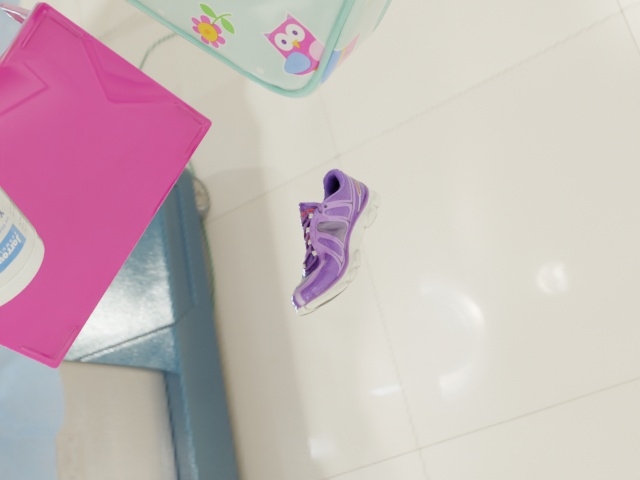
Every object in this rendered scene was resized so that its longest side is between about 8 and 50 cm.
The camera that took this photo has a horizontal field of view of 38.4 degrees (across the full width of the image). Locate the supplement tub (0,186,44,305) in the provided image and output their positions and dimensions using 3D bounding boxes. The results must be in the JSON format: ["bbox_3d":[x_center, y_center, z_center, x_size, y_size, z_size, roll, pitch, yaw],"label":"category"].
[{"bbox_3d":[-0.218,-0.015,0.532,0.071,0.107,0.071,-15,45,15],"label":"supplement tub"}]

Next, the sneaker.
[{"bbox_3d":[0.000,0.000,0.892,0.068,0.071,0.169,-32,29,44],"label":"sneaker"}]

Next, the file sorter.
[{"bbox_3d":[-0.297,-0.065,0.924,0.290,0.202,0.182,-58,36,-3],"label":"file sorter"}]

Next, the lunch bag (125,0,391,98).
[{"bbox_3d":[-0.073,-0.225,0.537,0.279,0.224,0.108,35,58,5],"label":"lunch bag"}]
